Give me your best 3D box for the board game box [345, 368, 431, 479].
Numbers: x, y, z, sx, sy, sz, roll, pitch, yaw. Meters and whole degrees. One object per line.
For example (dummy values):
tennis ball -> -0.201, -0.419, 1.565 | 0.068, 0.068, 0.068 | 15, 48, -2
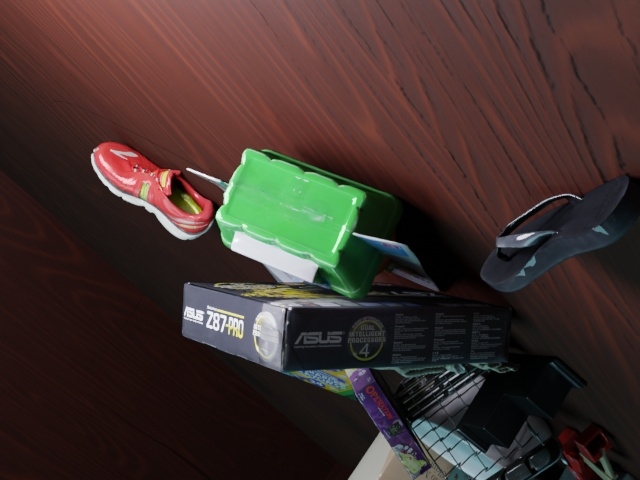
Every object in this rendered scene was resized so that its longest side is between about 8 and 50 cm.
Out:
board game box -> 0.100, 0.281, 1.717 | 0.208, 0.056, 0.347 | 53, -178, -18

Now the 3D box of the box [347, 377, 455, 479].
box -> 0.198, 0.461, 1.946 | 0.148, 0.311, 0.121 | 39, 165, -15

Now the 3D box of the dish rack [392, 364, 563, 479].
dish rack -> 0.266, 0.324, 1.600 | 0.271, 0.208, 0.074 | 55, -163, 12

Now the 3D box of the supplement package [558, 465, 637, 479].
supplement package -> 0.534, 0.560, 1.746 | 0.149, 0.203, 0.194 | 39, 164, -10

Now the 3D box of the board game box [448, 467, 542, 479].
board game box -> 0.450, 0.585, 2.019 | 0.303, 0.097, 0.224 | 30, 159, -29

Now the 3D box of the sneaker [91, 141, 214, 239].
sneaker -> -0.327, -0.120, 1.826 | 0.279, 0.107, 0.118 | 35, 145, -8

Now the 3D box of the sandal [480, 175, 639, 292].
sandal -> 0.242, -0.015, 0.956 | 0.054, 0.097, 0.254 | 37, 153, -6

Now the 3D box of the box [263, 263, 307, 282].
box -> -0.044, 0.103, 1.875 | 0.145, 0.038, 0.186 | 41, 172, 41

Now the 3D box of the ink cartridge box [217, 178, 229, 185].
ink cartridge box -> -0.113, -0.027, 1.663 | 0.209, 0.062, 0.109 | 26, 161, 33

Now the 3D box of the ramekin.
ramekin -> 0.316, 0.371, 1.781 | 0.277, 0.135, 0.277 | 33, 164, 11

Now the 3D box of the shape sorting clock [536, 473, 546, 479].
shape sorting clock -> 0.455, 0.541, 2.140 | 0.206, 0.040, 0.206 | 33, 163, 11

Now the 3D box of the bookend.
bookend -> 0.317, 0.266, 1.451 | 0.072, 0.156, 0.157 | 40, 162, -14

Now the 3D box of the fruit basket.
fruit basket -> 0.000, 0.000, 1.334 | 0.327, 0.165, 0.353 | 22, 169, 17

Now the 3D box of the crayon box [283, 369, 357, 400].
crayon box -> -0.003, 0.257, 2.100 | 0.203, 0.083, 0.323 | 19, 156, 13

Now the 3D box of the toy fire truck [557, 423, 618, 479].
toy fire truck -> 0.486, 0.397, 1.622 | 0.192, 0.047, 0.135 | 55, 165, -20

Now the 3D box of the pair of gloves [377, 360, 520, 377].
pair of gloves -> 0.176, 0.190, 1.472 | 0.240, 0.042, 0.204 | -3, -174, -31

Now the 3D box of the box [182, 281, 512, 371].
box -> 0.034, 0.122, 1.363 | 0.395, 0.097, 0.318 | 2, -176, -32
